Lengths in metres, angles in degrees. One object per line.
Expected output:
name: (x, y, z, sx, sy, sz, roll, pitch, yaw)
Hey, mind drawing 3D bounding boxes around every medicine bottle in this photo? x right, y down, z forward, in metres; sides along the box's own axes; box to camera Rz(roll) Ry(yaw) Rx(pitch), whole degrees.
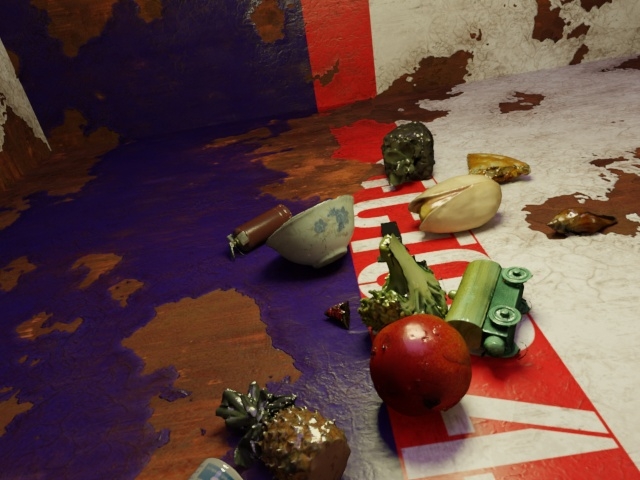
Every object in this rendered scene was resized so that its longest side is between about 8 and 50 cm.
medicine bottle: (-0.213, 0.475, 0.829, 0.105, 0.105, 0.168, 9, 35, 29)

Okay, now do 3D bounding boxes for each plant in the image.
plant: (0.354, -0.345, 1.944, 0.213, 0.215, 0.312, -5, 25, 15)

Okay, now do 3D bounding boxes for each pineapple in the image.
pineapple: (-0.093, 0.379, 0.943, 0.310, 0.141, 0.170, 13, 61, 45)

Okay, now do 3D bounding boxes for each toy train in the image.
toy train: (0.408, 0.166, 1.165, 0.190, 0.126, 0.307, 0, 32, 32)

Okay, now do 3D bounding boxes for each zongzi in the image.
zongzi: (0.060, 0.184, 1.277, 0.067, 0.073, 0.083, -6, 26, -31)

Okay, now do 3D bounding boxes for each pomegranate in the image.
pomegranate: (0.210, 0.256, 0.994, 0.235, 0.210, 0.210, 15, 6, -46)

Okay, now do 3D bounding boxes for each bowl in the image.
bowl: (0.000, 0.000, 1.499, 0.313, 0.313, 0.146, -24, 77, -22)

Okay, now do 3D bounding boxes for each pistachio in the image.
pistachio: (0.447, -0.122, 1.573, 0.299, 0.187, 0.187, -17, 31, -9)

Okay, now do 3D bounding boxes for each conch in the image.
conch: (0.801, -0.064, 1.471, 0.233, 0.080, 0.086, -5, 38, 7)

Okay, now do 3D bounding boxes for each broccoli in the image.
broccoli: (0.179, 0.130, 1.197, 0.180, 0.273, 0.242, -30, 13, 38)

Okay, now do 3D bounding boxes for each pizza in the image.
pizza: (0.654, -0.270, 1.860, 0.229, 0.081, 0.290, -24, 32, -34)

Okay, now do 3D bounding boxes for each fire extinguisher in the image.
fire extinguisher: (-0.222, -0.029, 1.708, 0.269, 0.104, 0.105, -32, 37, -34)

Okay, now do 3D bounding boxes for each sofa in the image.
sofa: (0.236, -0.020, 1.604, 0.060, 0.039, 0.118, -7, 30, 2)
